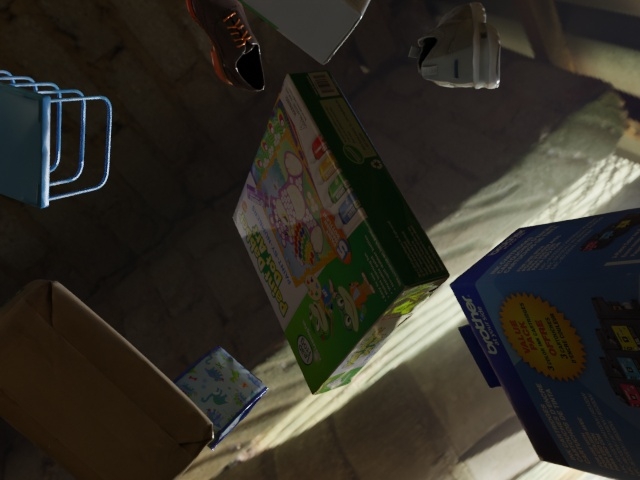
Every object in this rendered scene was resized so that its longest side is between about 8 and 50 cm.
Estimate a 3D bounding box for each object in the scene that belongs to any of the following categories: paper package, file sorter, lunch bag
[{"bbox_3d":[-0.351,0.210,0.957,0.309,0.168,0.325,48,-21,-16],"label":"paper package"},{"bbox_3d":[-0.336,-0.123,0.743,0.170,0.118,0.104,18,21,22],"label":"file sorter"},{"bbox_3d":[-0.184,0.272,1.173,0.129,0.151,0.096,40,-46,8],"label":"lunch bag"}]

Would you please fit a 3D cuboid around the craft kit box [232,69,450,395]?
[{"bbox_3d":[0.000,0.000,0.684,0.250,0.061,0.247,63,-30,24],"label":"craft kit box"}]

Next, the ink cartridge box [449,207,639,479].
[{"bbox_3d":[0.323,0.117,0.710,0.270,0.151,0.395,61,-25,-8],"label":"ink cartridge box"}]

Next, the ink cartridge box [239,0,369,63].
[{"bbox_3d":[-0.010,-0.473,1.133,0.211,0.289,0.121,33,-44,-13],"label":"ink cartridge box"}]

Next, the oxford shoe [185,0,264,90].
[{"bbox_3d":[-0.156,-0.381,1.156,0.098,0.097,0.271,35,-20,33],"label":"oxford shoe"}]

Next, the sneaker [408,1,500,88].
[{"bbox_3d":[0.186,-0.291,0.964,0.281,0.115,0.105,-82,169,-67],"label":"sneaker"}]
